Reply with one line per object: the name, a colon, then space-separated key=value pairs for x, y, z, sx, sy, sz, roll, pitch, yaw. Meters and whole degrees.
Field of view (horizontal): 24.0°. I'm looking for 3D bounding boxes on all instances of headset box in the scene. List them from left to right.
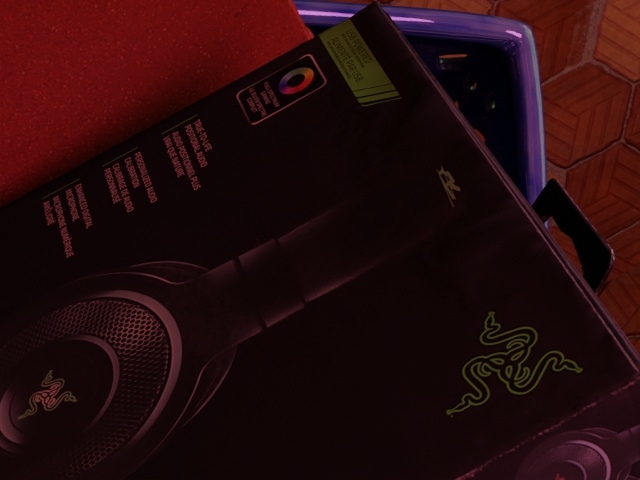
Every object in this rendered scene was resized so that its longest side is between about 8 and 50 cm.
headset box: x=-0.025 y=0.071 z=0.534 sx=0.131 sy=0.283 sz=0.246 roll=61 pitch=2 yaw=-38

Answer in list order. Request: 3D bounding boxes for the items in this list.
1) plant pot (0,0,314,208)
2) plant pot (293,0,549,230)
plant pot: x=-0.149 y=-0.118 z=0.679 sx=0.267 sy=0.235 sz=0.267 roll=63 pitch=2 yaw=38
plant pot: x=0.016 y=-0.030 z=1.112 sx=0.212 sy=0.236 sz=0.236 roll=152 pitch=-63 yaw=-65
